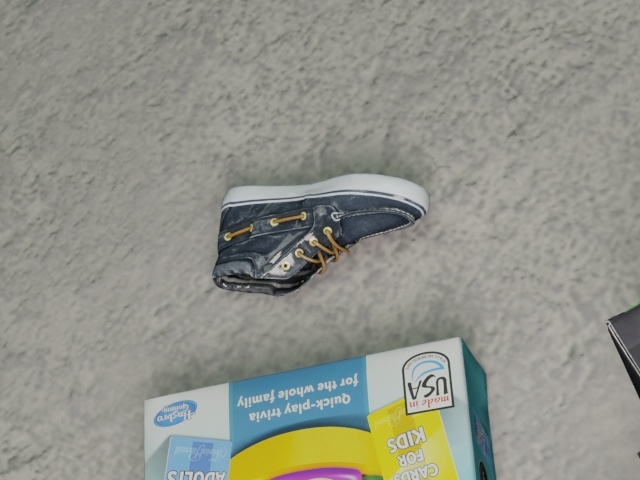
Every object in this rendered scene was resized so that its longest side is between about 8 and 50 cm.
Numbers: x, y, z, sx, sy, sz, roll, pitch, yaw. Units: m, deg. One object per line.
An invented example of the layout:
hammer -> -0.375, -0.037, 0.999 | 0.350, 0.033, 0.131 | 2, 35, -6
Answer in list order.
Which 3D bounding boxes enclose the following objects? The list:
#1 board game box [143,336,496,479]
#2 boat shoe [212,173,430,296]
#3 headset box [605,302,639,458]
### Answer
board game box -> 0.004, 0.255, 1.230 | 0.254, 0.079, 0.336 | -13, 59, 15
boat shoe -> 0.000, 0.000, 1.384 | 0.183, 0.065, 0.083 | -5, 63, 27
headset box -> 0.336, 0.087, 1.091 | 0.283, 0.246, 0.131 | -31, 57, 5
